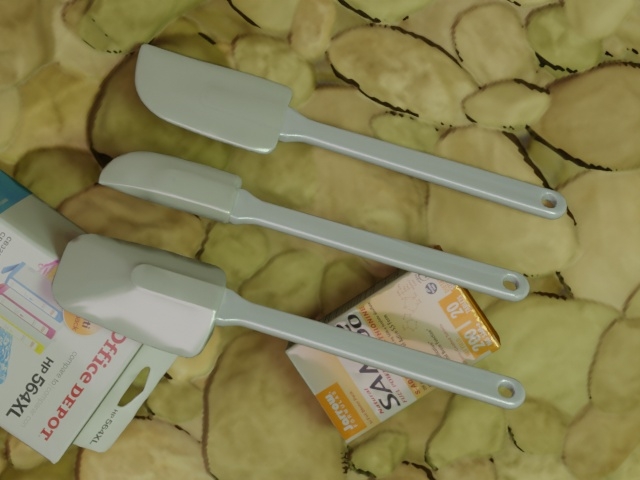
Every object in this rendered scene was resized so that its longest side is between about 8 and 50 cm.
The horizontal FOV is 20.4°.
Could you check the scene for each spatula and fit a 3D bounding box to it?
[{"bbox_3d":[0.000,0.000,0.912,0.242,0.019,0.168,18,56,-3],"label":"spatula"}]

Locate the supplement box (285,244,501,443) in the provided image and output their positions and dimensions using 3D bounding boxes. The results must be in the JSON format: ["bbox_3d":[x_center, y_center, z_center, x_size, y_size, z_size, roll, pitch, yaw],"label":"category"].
[{"bbox_3d":[0.039,0.055,0.951,0.098,0.036,0.062,-34,95,7],"label":"supplement box"}]

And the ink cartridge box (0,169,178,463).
[{"bbox_3d":[-0.148,0.042,0.932,0.143,0.090,0.092,35,98,-2],"label":"ink cartridge box"}]
